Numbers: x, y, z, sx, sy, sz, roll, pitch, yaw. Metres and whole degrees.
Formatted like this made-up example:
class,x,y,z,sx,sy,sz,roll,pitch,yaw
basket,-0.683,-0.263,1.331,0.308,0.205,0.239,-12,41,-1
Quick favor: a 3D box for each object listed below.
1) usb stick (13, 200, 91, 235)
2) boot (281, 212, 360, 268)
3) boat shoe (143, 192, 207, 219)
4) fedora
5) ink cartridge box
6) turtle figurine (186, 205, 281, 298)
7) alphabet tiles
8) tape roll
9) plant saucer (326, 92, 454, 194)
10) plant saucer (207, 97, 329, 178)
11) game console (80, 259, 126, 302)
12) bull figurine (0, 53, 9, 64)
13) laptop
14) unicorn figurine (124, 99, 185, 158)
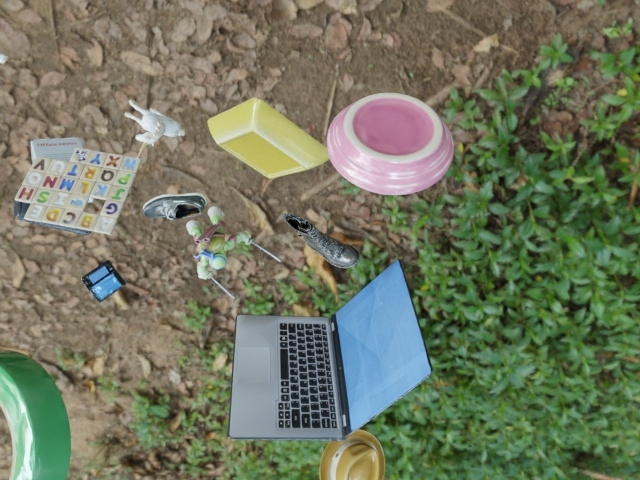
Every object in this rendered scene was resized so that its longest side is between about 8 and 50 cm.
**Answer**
class,x,y,z,sx,sy,sz,roll,pitch,yaw
usb stick,-0.886,-0.076,1.904,0.045,0.077,0.278,-19,159,26
boot,0.000,0.000,2.020,0.263,0.091,0.229,25,171,25
boat shoe,-0.518,-0.112,2.004,0.233,0.079,0.084,-7,135,9
fedora,0.093,0.570,1.420,0.195,0.194,0.079,14,161,-20
ink cartridge box,-0.682,-0.182,1.510,0.128,0.175,0.072,-9,148,-30
turtle figurine,-0.327,0.033,1.887,0.275,0.266,0.197,13,122,-37
alphabet tiles,-0.541,-0.120,1.264,0.237,0.198,0.009,10,154,4
tape roll,-0.575,0.350,0.975,0.321,0.321,0.077,-21,168,20
plant saucer,0.183,-0.268,1.473,0.333,0.332,0.084,-1,146,-3
plant saucer,-0.180,-0.308,1.879,0.333,0.080,0.333,32,158,-32
game console,-0.801,0.151,2.109,0.122,0.071,0.107,-39,155,-22
bull figurine,-0.799,-0.409,1.219,0.311,0.101,0.188,0,150,45
laptop,0.000,0.238,1.336,0.408,0.381,0.236,3,125,-7
unicorn figurine,-0.313,-0.217,1.072,0.111,0.162,0.060,34,120,19
